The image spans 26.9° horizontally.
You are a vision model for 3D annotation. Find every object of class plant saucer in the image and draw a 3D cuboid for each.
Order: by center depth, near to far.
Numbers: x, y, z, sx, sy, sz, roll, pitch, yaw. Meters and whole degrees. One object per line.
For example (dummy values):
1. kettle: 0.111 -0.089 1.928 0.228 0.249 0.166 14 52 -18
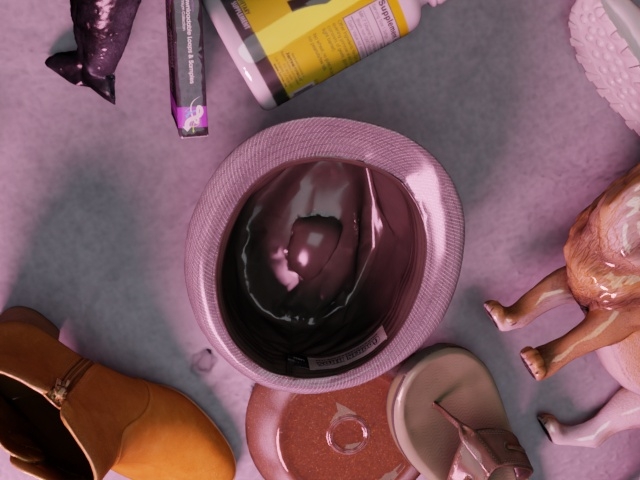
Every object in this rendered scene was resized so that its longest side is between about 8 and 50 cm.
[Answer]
1. plant saucer: 0.026 0.185 1.317 0.199 0.036 0.198 -2 106 -7

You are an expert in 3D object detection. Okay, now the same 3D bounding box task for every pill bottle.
1. pill bottle: 0.013 -0.212 1.162 0.209 0.119 0.119 -29 107 1

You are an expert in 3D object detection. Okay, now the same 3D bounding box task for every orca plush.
1. orca plush: -0.196 -0.258 1.107 0.102 0.151 0.287 3 134 -29

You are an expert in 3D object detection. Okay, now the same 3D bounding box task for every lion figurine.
1. lion figurine: 0.313 0.101 1.280 0.240 0.142 0.392 -29 129 -3

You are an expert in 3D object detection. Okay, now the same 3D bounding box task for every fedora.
1. fedora: 0.000 0.000 1.215 0.244 0.124 0.275 6 113 -7

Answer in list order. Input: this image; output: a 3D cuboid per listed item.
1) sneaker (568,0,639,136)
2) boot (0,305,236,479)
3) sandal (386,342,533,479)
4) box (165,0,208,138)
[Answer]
1. sneaker: 0.322 -0.153 1.246 0.095 0.090 0.235 -44 109 -9
2. boot: -0.193 0.181 1.196 0.295 0.211 0.104 39 98 -16
3. sandal: 0.164 0.227 1.304 0.120 0.086 0.302 -35 112 -21
4. box: -0.117 -0.178 1.156 0.029 0.116 0.162 -5 106 -8
